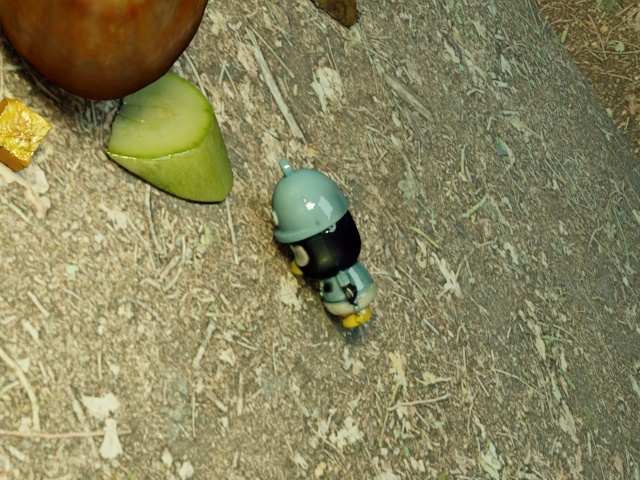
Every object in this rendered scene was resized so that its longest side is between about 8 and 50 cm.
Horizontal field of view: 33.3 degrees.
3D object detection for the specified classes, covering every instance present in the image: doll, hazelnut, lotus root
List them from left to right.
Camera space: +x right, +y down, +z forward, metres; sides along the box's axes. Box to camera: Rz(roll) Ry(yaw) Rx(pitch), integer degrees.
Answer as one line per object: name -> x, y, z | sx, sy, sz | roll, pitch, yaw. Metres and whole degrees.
hazelnut -> -0.302, -0.377, 1.487 | 0.365, 0.365, 0.366 | 36, 39, -37
lotus root -> -0.004, -0.615, 2.382 | 0.329, 0.078, 0.167 | 43, 37, -29
doll -> 0.000, 0.000, 1.846 | 0.177, 0.141, 0.314 | -124, -170, -75

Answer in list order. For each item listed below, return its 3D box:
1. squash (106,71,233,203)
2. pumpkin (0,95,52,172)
squash -> -0.233, -0.144, 1.725 | 0.204, 0.155, 0.237 | 14, 47, -5
pumpkin -> -0.409, -0.143, 1.423 | 0.074, 0.054, 0.083 | 40, 58, -27
